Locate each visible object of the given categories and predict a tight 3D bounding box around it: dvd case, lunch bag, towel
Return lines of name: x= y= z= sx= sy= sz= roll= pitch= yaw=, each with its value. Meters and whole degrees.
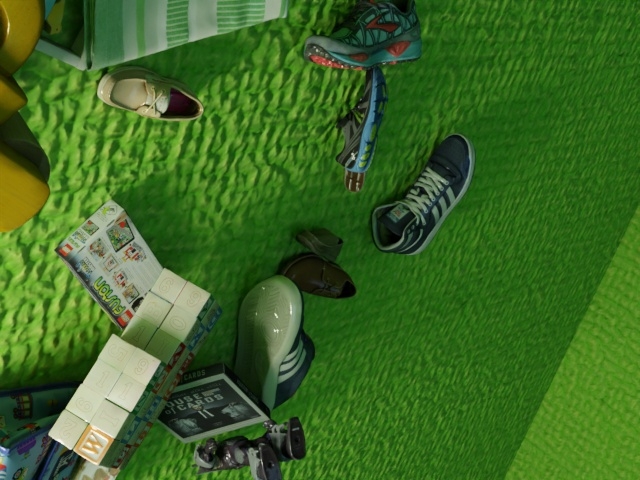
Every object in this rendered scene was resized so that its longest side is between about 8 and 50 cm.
dvd case: x=-0.212 y=0.295 z=1.795 sx=0.179 sy=0.029 sz=0.238 roll=-17 pitch=148 yaw=10
lunch bag: x=-0.459 y=0.334 z=1.536 sx=0.293 sy=0.138 sz=0.221 roll=-14 pitch=130 yaw=-64
towel: x=-0.154 y=-0.360 z=1.265 sx=0.325 sy=0.038 sz=0.248 roll=-26 pitch=139 yaw=-38

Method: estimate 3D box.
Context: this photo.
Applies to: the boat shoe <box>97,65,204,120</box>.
boat shoe: x=-0.226 y=-0.197 z=1.370 sx=0.170 sy=0.059 sz=0.063 roll=-2 pitch=122 yaw=-52

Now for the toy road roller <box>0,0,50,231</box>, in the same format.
toy road roller: x=-0.368 y=-0.186 z=1.017 sx=0.240 sy=0.202 sz=0.329 roll=-40 pitch=148 yaw=1

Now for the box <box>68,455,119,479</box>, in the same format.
box: x=-0.360 y=0.349 z=1.681 sx=0.063 sy=0.067 sz=0.324 roll=25 pitch=104 yaw=-25

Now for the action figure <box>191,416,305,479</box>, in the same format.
action figure: x=-0.136 y=0.398 z=1.910 sx=0.185 sy=0.285 sz=0.099 roll=-22 pitch=94 yaw=-34

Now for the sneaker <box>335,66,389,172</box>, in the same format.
sneaker: x=0.068 y=-0.214 z=1.734 sx=0.067 sy=0.078 sz=0.188 roll=3 pitch=103 yaw=-66

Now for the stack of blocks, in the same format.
stack of blocks: x=-0.272 y=0.195 z=1.518 sx=0.297 sy=0.087 sz=0.171 roll=-59 pitch=170 yaw=-13

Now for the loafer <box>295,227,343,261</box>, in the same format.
loafer: x=0.000 y=0.000 z=1.866 sx=0.050 sy=0.056 sz=0.148 roll=-56 pitch=158 yaw=2

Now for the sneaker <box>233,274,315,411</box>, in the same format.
sneaker: x=-0.069 y=0.182 z=1.882 sx=0.148 sy=0.131 sz=0.350 roll=-25 pitch=148 yaw=-36

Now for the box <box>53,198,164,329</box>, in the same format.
box: x=-0.308 y=0.040 z=1.510 sx=0.114 sy=0.036 sz=0.207 roll=-44 pitch=147 yaw=-16

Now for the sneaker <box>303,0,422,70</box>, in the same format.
sneaker: x=0.065 y=-0.345 z=1.607 sx=0.262 sy=0.104 sz=0.125 roll=-20 pitch=118 yaw=-48

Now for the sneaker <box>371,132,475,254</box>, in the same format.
sneaker: x=0.203 y=-0.089 z=2.003 sx=0.153 sy=0.099 sz=0.282 roll=-2 pitch=125 yaw=-54

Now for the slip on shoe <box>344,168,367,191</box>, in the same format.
slip on shoe: x=0.072 y=-0.156 z=1.826 sx=0.041 sy=0.051 sz=0.135 roll=-81 pitch=179 yaw=-65

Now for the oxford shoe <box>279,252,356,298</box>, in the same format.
oxford shoe: x=0.002 y=0.075 z=1.918 sx=0.212 sy=0.076 sz=0.076 roll=9 pitch=114 yaw=-54

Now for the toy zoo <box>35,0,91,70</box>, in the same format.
toy zoo: x=-0.311 y=-0.318 z=1.171 sx=0.293 sy=0.030 sz=0.192 roll=17 pitch=106 yaw=-57
